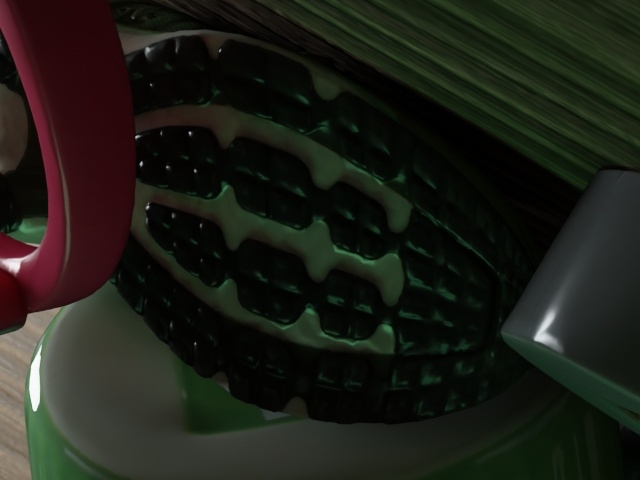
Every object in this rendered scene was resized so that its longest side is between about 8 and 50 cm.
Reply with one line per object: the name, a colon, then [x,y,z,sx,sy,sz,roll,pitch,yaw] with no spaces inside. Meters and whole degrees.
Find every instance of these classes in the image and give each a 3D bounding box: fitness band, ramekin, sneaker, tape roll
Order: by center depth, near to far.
tape roll: [0.176,0.060,0.714,0.219,0.072,0.219,30,177,2]
fitness band: [-0.169,-0.075,0.866,0.054,0.209,0.291,-14,-159,-33]
sneaker: [-0.035,-0.046,0.943,0.410,0.158,0.182,26,-154,36]
ramekin: [0.003,0.103,0.950,0.303,0.303,0.148,28,135,45]

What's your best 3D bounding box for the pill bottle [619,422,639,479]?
pill bottle: [0.244,0.174,1.031,0.161,0.161,0.283,34,177,-41]
